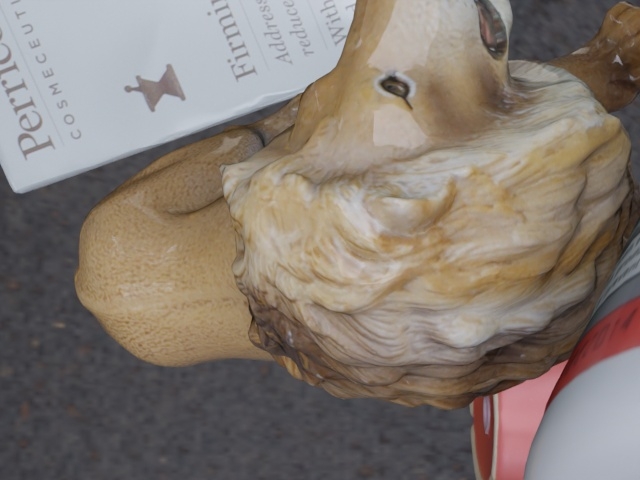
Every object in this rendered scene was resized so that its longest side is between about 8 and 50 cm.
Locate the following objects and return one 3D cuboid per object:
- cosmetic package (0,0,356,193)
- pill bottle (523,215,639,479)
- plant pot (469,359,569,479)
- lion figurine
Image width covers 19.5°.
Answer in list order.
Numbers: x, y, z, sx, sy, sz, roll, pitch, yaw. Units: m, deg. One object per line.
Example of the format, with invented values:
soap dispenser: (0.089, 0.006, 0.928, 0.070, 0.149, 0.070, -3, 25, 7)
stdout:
cosmetic package: (-0.103, -0.284, 1.547, 0.393, 0.327, 0.329, -19, 105, 15)
pill bottle: (0.217, -0.027, 0.529, 0.210, 0.210, 0.363, 13, 56, 27)
plant pot: (0.296, 0.186, 2.040, 0.243, 0.275, 0.275, -1, 83, -3)
lion figurine: (0.000, 0.000, 0.721, 0.392, 0.240, 0.142, -23, 90, 56)
